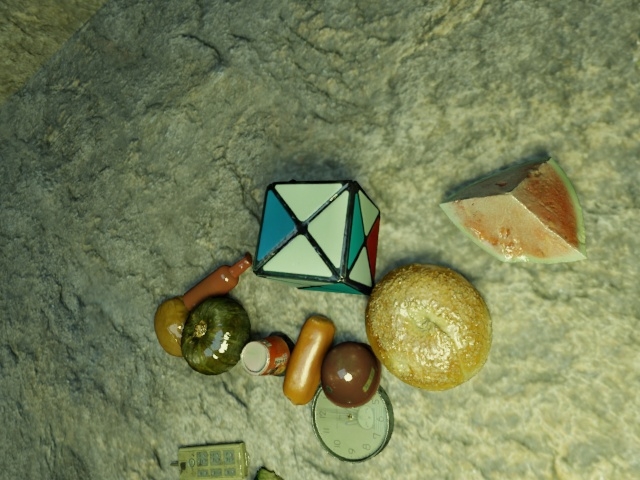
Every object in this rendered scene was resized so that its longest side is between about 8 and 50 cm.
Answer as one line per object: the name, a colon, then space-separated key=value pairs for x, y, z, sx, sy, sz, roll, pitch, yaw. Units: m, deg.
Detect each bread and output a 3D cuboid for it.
bread: x=0.243 y=0.194 z=0.952 sx=0.305 sy=0.158 sz=0.306 roll=-6 pitch=75 yaw=22

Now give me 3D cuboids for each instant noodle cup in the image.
instant noodle cup: x=-0.142 y=0.313 z=1.105 sx=0.127 sy=0.135 sz=0.127 roll=-5 pitch=78 yaw=22

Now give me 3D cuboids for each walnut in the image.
walnut: x=-0.463 y=0.271 z=1.283 sx=0.167 sy=0.087 sz=0.211 roll=-45 pitch=65 yaw=13

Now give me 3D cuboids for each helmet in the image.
helmet: x=0.071 y=0.305 z=0.997 sx=0.155 sy=0.106 sz=0.175 roll=24 pitch=58 yaw=34

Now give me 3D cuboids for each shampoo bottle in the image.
shampoo bottle: x=-0.308 y=0.129 z=1.251 sx=0.244 sy=0.085 sz=0.085 roll=-37 pitch=67 yaw=10

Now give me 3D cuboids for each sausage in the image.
sausage: x=-0.034 y=0.317 z=1.083 sx=0.098 sy=0.098 sz=0.239 roll=17 pitch=84 yaw=26

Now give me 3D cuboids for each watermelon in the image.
watermelon: x=0.451 y=-0.059 z=0.919 sx=0.256 sy=0.176 sz=0.260 roll=-40 pitch=88 yaw=19

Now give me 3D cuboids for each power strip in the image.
power strip: x=-0.324 y=0.635 z=1.169 sx=0.267 sy=0.034 sz=0.092 roll=-14 pitch=74 yaw=20

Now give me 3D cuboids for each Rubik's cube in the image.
Rubik's cube: x=0.000 y=-0.001 z=1.052 sx=0.246 sy=0.248 sz=0.250 roll=2 pitch=78 yaw=25

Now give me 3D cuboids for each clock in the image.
clock: x=0.076 y=0.445 z=1.033 sx=0.214 sy=0.042 sz=0.215 roll=-5 pitch=76 yaw=23

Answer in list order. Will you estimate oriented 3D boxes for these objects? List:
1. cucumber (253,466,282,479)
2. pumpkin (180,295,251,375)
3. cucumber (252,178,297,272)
cucumber: x=-0.180 y=0.765 z=1.044 sx=0.145 sy=0.105 sz=0.326 roll=22 pitch=90 yaw=25
pumpkin: x=-0.298 y=0.271 z=1.173 sx=0.223 sy=0.157 sz=0.224 roll=-15 pitch=61 yaw=29
cucumber: x=-0.115 y=-0.035 z=1.206 sx=0.081 sy=0.072 sz=0.304 roll=18 pitch=86 yaw=26
